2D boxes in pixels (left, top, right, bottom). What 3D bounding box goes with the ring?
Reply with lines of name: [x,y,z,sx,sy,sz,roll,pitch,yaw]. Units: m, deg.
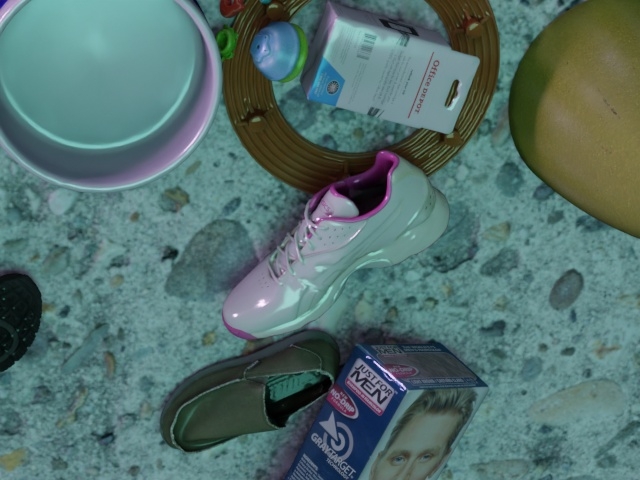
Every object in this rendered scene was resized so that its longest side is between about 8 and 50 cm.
ring: [0.052,-0.197,1.978,0.337,0.032,0.336,-5,118,-10]

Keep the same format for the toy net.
toy net: [-0.048,-0.298,1.877,0.045,0.122,0.232,6,103,-43]

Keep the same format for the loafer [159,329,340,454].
loafer: [-0.088,0.197,2.117,0.251,0.087,0.094,-29,119,4]

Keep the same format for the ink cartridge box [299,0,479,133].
ink cartridge box: [0.079,-0.196,1.932,0.180,0.060,0.104,14,112,-18]

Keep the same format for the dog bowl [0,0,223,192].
dog bowl: [-0.246,-0.191,1.876,0.265,0.104,0.264,-5,117,-10]

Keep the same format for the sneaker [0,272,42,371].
sneaker: [-0.458,0.133,1.998,0.286,0.130,0.109,-41,127,-15]

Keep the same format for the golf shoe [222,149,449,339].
golf shoe: [0.000,0.000,2.007,0.306,0.115,0.140,-34,136,2]

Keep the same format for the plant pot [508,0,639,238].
plant pot: [0.389,-0.110,1.944,0.275,0.293,0.274,-5,118,-9]

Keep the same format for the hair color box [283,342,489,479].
hair color box: [0.056,0.299,2.153,0.174,0.105,0.347,3,121,-49]
